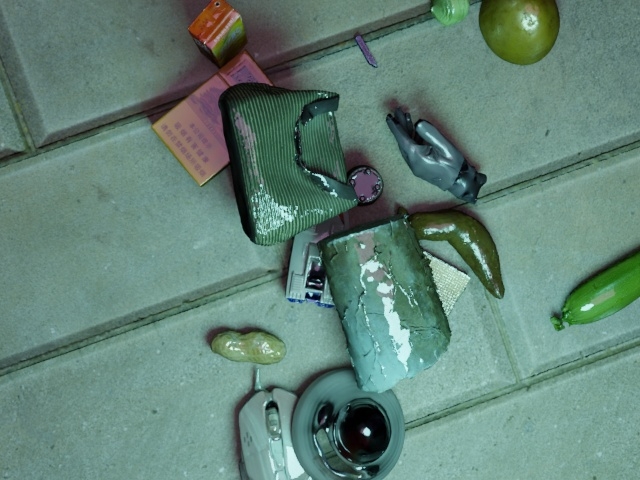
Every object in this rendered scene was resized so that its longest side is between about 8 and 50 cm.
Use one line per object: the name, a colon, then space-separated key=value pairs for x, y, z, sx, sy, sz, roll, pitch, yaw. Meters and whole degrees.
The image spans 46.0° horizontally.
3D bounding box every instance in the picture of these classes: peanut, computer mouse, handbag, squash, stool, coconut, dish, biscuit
peanut: x=-0.163 y=0.239 z=1.719 sx=0.174 sy=0.080 sz=0.080 roll=5 pitch=92 yaw=-4
computer mouse: x=-0.093 y=0.483 z=1.718 sx=0.199 sy=0.115 sz=0.389 roll=-11 pitch=94 yaw=-6
handbag: x=-0.072 y=-0.168 z=1.566 sx=0.240 sy=0.247 sz=0.341 roll=-14 pitch=100 yaw=-13
squash: x=0.702 y=0.099 z=1.752 sx=0.378 sy=0.101 sz=0.101 roll=-30 pitch=94 yaw=0
stool: x=0.097 y=-0.124 z=1.699 sx=0.096 sy=0.110 sz=0.096 roll=0 pitch=93 yaw=0
coconut: x=0.288 y=-0.530 z=1.704 sx=0.096 sy=0.088 sz=0.088 roll=-17 pitch=94 yaw=-22
dish: x=0.083 y=0.420 z=1.668 sx=0.273 sy=0.134 sz=0.274 roll=4 pitch=78 yaw=-20
biscuit: x=0.235 y=0.086 z=1.753 sx=0.199 sy=0.040 sz=0.121 roll=30 pitch=95 yaw=-4

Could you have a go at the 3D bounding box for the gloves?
gloves: x=0.259 y=-0.191 z=1.700 sx=0.285 sy=0.142 sz=0.119 roll=42 pitch=62 yaw=-3

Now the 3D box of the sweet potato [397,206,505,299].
sweet potato: x=0.316 y=-0.002 z=1.725 sx=0.310 sy=0.098 sz=0.124 roll=36 pitch=88 yaw=0

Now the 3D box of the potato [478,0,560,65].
potato: x=0.459 y=-0.500 z=1.684 sx=0.178 sy=0.158 sz=0.204 roll=-9 pitch=97 yaw=-2

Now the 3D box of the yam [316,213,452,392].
yam: x=0.135 y=0.124 z=1.623 sx=0.240 sy=0.241 sz=0.348 roll=-19 pitch=101 yaw=-2

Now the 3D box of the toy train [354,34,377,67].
toy train: x=0.105 y=-0.431 z=1.732 sx=0.017 sy=0.017 sz=0.083 roll=-30 pitch=94 yaw=1

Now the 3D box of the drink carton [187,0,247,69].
drink carton: x=-0.216 y=-0.438 z=1.611 sx=0.071 sy=0.223 sz=0.096 roll=40 pitch=90 yaw=-3

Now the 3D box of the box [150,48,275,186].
box: x=-0.218 y=-0.272 z=1.693 sx=0.274 sy=0.076 sz=0.174 roll=-39 pitch=95 yaw=-1

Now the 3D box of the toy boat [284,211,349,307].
toy boat: x=0.000 y=0.000 z=1.712 sx=0.129 sy=0.088 sz=0.296 roll=10 pitch=84 yaw=-4
